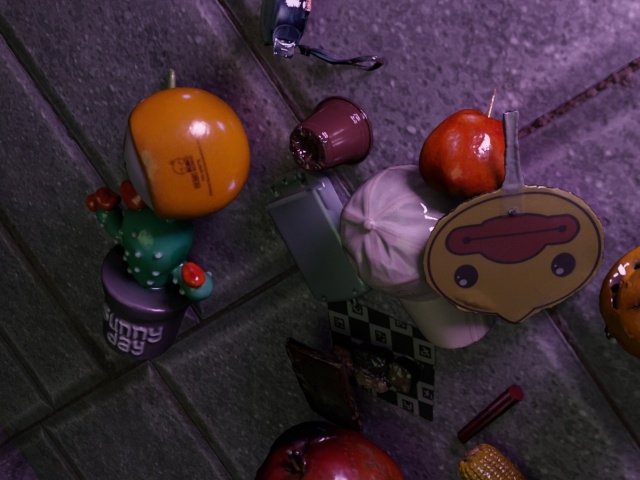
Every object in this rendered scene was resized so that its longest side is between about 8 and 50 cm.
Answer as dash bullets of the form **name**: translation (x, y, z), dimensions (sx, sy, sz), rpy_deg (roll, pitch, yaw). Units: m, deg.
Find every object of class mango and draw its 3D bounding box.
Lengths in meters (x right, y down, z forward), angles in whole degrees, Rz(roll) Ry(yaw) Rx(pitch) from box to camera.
- **mango**: translation (0.431, 0.055, 0.922), dimensions (0.248, 0.151, 0.156), rpy_deg (-28, 56, 40)

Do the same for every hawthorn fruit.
- **hawthorn fruit**: translation (0.191, -0.106, 1.046), dimensions (0.125, 0.125, 0.140), rpy_deg (40, 131, 14)
- **hawthorn fruit**: translation (0.018, 0.468, 1.474), dimensions (0.316, 0.316, 0.316), rpy_deg (23, 130, 30)

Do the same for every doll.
- **doll**: translation (-0.219, -0.152, 1.358), dimensions (0.236, 0.213, 0.213), rpy_deg (-120, 19, -60)

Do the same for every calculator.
- **calculator**: translation (0.000, 0.000, 1.345), dimensions (0.141, 0.045, 0.246), rpy_deg (-17, 104, 47)

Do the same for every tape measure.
- **tape measure**: translation (0.005, -0.297, 1.152), dimensions (0.179, 0.104, 0.107), rpy_deg (12, 105, -4)

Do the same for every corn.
- **corn**: translation (0.315, 0.417, 1.322), dimensions (0.231, 0.080, 0.080), rpy_deg (44, 138, 4)

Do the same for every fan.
- **fan**: translation (0.236, -0.013, 1.036), dimensions (0.229, 0.011, 0.335), rpy_deg (-8, 127, 5)

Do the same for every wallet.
- **wallet**: translation (0.006, 0.258, 1.473), dimensions (0.122, 0.031, 0.232), rpy_deg (20, 148, 29)

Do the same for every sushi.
- **sushi**: translation (0.086, 0.207, 1.402), dimensions (0.215, 0.050, 0.192), rpy_deg (19, 129, 32)

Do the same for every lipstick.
- **lipstick**: translation (0.260, 0.275, 1.312), dimensions (0.027, 0.027, 0.176), rpy_deg (44, 139, 10)

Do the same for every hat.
- **hat**: translation (0.132, 0.033, 1.170), dimensions (0.232, 0.161, 0.275), rpy_deg (-3, 118, 48)

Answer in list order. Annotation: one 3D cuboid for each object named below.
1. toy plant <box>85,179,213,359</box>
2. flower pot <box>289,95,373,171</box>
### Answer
- **toy plant**: translation (-0.305, 0.055, 1.547), dimensions (0.279, 0.185, 0.400), rpy_deg (56, 143, 32)
- **flower pot**: translation (0.007, -0.143, 1.209), dimensions (0.111, 0.089, 0.111), rpy_deg (22, 130, 30)
